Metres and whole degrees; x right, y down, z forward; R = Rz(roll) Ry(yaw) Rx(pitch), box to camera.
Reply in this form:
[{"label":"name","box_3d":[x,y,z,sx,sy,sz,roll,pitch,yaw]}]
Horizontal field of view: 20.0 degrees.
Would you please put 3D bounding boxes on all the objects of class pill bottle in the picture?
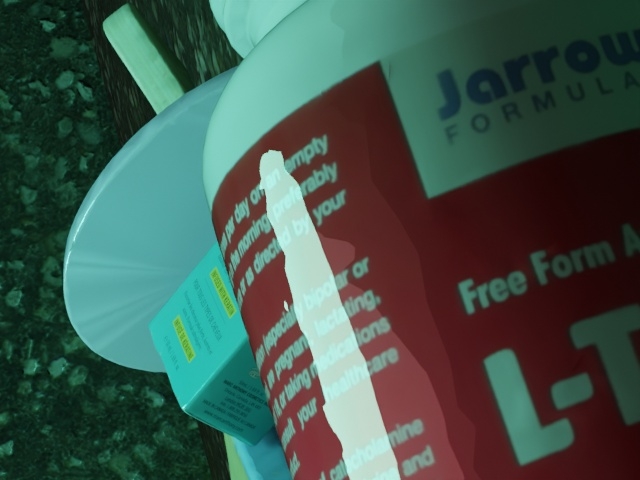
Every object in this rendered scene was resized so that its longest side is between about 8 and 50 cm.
[{"label":"pill bottle","box_3d":[0.089,0.029,0.675,0.229,0.229,0.408,105,148,-68]}]

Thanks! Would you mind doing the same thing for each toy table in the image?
[{"label":"toy table","box_3d":[-0.053,-0.042,1.233,0.252,0.274,0.161,63,-177,-25]}]

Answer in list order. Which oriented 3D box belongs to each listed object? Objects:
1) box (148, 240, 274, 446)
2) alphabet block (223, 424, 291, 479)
[{"label":"box","box_3d":[0.000,0.000,1.098,0.060,0.244,0.100,31,-164,-32]},{"label":"alphabet block","box_3d":[0.057,0.201,1.153,0.193,0.192,0.197,-119,19,-57]}]
